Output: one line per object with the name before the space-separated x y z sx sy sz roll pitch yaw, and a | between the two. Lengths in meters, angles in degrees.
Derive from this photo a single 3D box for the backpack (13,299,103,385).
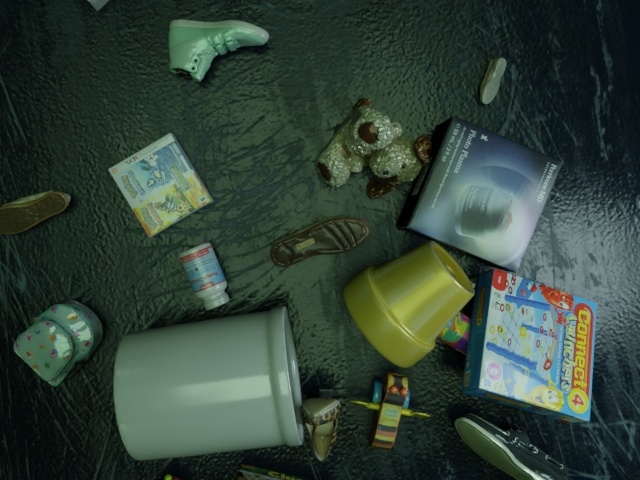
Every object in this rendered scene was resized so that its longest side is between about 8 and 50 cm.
backpack | -0.645 0.246 1.610 0.166 0.144 0.188 43 87 3

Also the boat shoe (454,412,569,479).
boat shoe | 0.504 0.535 1.674 0.340 0.127 0.113 35 61 5

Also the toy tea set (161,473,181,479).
toy tea set | -0.384 0.761 1.639 0.200 0.124 0.336 -32 92 -1

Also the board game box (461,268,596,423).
board game box | 0.519 0.260 1.598 0.302 0.086 0.308 18 67 -11

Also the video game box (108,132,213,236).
video game box | -0.406 -0.141 1.653 0.187 0.048 0.205 -31 92 2

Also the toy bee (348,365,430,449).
toy bee | 0.169 0.394 1.631 0.195 0.162 0.298 -10 92 0

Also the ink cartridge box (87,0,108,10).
ink cartridge box | -0.601 -0.710 1.614 0.134 0.078 0.231 -44 93 -1

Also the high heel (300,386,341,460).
high heel | 0.001 0.475 1.578 0.093 0.261 0.186 2 89 7

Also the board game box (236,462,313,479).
board game box | -0.085 0.628 1.641 0.260 0.136 0.030 14 88 -3

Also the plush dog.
plush dog | 0.151 -0.226 1.611 0.225 0.262 0.210 37 49 -14

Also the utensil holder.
utensil holder | -0.251 0.344 1.539 0.386 0.327 0.327 -9 92 1

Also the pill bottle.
pill bottle | -0.290 0.091 1.642 0.087 0.087 0.160 -23 92 -1

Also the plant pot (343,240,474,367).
plant pot | 0.224 0.136 1.550 0.239 0.254 0.254 -40 93 19

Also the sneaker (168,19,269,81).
sneaker | -0.256 -0.466 1.623 0.256 0.094 0.151 3 86 8

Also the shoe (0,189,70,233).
shoe | -0.736 -0.074 1.644 0.219 0.058 0.076 -18 112 2

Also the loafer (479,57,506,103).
loafer | 0.441 -0.414 1.682 0.045 0.039 0.125 20 94 -35

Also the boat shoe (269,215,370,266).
boat shoe | -0.002 -0.008 1.644 0.258 0.095 0.095 -14 100 6

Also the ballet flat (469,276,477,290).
ballet flat | 0.429 0.110 1.691 0.114 0.041 0.041 -15 92 -2

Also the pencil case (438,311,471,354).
pencil case | 0.397 0.253 1.662 0.236 0.104 0.104 30 90 -6

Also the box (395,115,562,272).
box | 0.389 -0.112 1.615 0.294 0.183 0.296 22 91 -4
